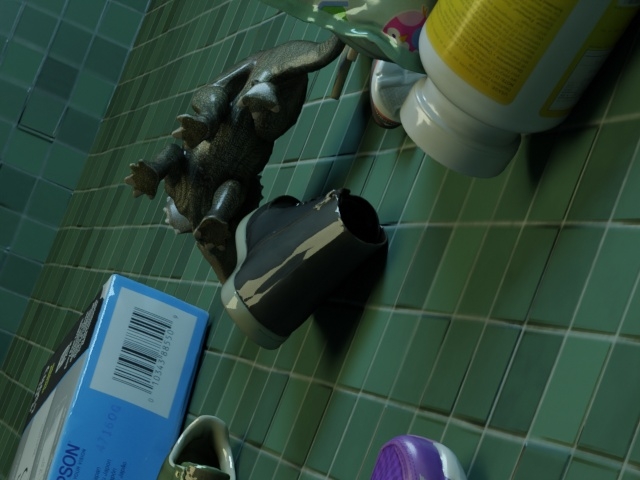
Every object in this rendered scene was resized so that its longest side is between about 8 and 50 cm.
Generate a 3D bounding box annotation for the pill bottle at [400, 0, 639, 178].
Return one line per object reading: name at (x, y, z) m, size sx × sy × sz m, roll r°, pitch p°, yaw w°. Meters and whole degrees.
pill bottle at (0.121, -0.129, 1.145) m, size 0.184 × 0.103 × 0.103 m, roll -58°, pitch 17°, yaw 31°

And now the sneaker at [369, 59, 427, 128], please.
sneaker at (0.065, -0.157, 1.490) m, size 0.065 × 0.061 × 0.158 m, roll 134°, pitch 156°, yaw -70°

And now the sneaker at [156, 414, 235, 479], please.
sneaker at (-0.104, 0.211, 1.516) m, size 0.192 × 0.064 × 0.086 m, roll -84°, pitch 17°, yaw -57°

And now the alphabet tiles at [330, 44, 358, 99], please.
alphabet tiles at (0.067, -0.279, 1.610) m, size 0.342 × 0.011 × 0.285 m, roll -77°, pitch 6°, yaw -65°

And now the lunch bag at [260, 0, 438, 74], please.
lunch bag at (0.084, -0.222, 1.300) m, size 0.223 × 0.160 × 0.262 m, roll -67°, pitch -22°, yaw 6°

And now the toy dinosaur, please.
toy dinosaur at (-0.070, -0.092, 1.612) m, size 0.160 × 0.121 × 0.313 m, roll -60°, pitch -6°, yaw -66°

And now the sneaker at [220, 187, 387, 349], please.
sneaker at (0.000, 0.000, 1.485) m, size 0.118 × 0.083 × 0.222 m, roll -40°, pitch 13°, yaw 16°

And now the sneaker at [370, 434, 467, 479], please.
sneaker at (0.006, 0.209, 1.049) m, size 0.236 × 0.105 × 0.095 m, roll -71°, pitch 13°, yaw -17°

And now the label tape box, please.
label tape box at (-0.241, 0.224, 1.904) m, size 0.347 × 0.115 × 0.249 m, roll -45°, pitch 26°, yaw 52°
